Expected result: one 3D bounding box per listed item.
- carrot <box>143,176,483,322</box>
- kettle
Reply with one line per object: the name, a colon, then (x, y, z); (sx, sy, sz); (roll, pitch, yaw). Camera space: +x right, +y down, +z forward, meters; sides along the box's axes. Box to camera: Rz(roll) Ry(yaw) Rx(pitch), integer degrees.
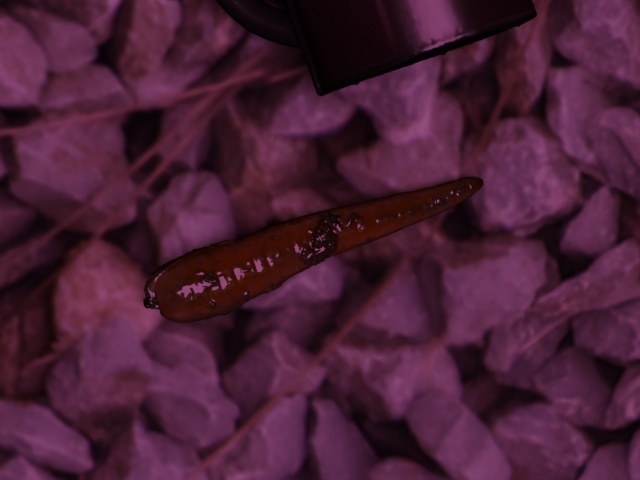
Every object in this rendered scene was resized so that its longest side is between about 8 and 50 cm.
carrot: (0.000, 0.000, 0.823); (0.255, 0.049, 0.049); (-21, 100, -14)
kettle: (0.011, -0.218, 0.764); (0.202, 0.144, 0.232); (-18, 94, 21)
